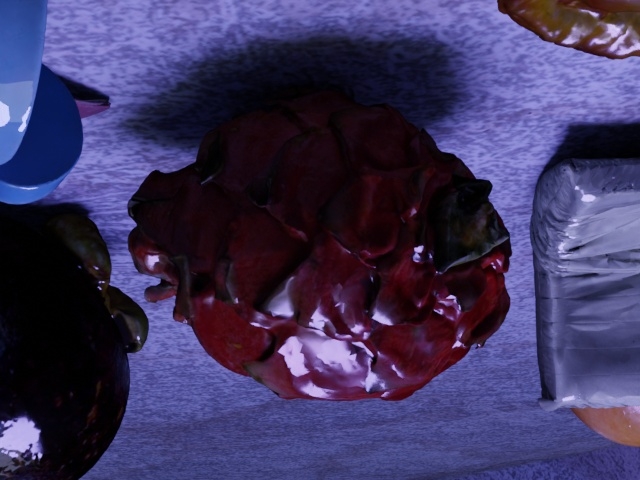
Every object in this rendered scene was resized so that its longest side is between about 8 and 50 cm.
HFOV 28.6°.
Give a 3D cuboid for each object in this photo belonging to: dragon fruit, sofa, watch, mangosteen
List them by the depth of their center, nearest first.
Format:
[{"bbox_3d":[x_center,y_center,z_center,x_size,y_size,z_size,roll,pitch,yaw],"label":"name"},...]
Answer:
[{"bbox_3d":[-0.212,-0.121,0.645,0.211,0.210,0.193,6,144,-27],"label":"watch"},{"bbox_3d":[0.000,0.000,0.950,0.299,0.244,0.244,15,165,15],"label":"dragon fruit"},{"bbox_3d":[0.298,0.040,1.115,0.210,0.225,0.176,0,175,-4],"label":"sofa"},{"bbox_3d":[-0.293,0.100,1.140,0.288,0.288,0.288,-4,161,-1],"label":"mangosteen"}]

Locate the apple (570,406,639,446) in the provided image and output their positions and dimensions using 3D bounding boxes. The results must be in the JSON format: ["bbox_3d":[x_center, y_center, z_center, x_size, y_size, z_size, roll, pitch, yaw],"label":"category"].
[{"bbox_3d":[0.350,0.108,1.326,0.254,0.253,0.253,-4,161,-1],"label":"apple"}]

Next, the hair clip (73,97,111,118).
[{"bbox_3d":[-0.209,-0.106,0.901,0.054,0.022,0.137,-12,160,30],"label":"hair clip"}]

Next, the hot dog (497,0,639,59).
[{"bbox_3d":[0.201,-0.182,0.625,0.196,0.122,0.272,11,157,-34],"label":"hot dog"}]
